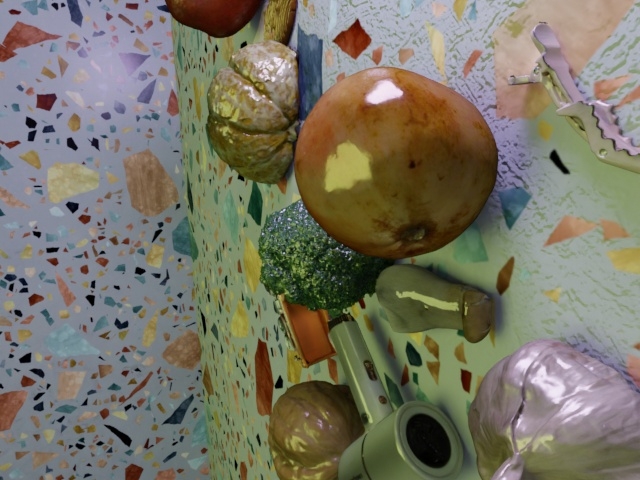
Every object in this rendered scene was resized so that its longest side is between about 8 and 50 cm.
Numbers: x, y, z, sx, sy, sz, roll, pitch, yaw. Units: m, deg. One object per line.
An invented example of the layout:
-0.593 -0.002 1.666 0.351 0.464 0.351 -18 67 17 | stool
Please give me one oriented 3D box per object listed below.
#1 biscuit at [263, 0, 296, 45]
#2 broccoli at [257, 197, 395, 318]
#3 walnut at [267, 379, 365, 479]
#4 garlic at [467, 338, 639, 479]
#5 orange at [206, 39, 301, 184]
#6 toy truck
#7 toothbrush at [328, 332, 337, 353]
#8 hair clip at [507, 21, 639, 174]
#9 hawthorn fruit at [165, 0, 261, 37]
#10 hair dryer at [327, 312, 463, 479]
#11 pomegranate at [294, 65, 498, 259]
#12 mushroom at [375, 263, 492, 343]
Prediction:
-0.105 -0.583 1.158 0.176 0.031 0.228 46 136 50 | biscuit
0.012 0.019 0.878 0.269 0.261 0.241 28 159 15 | broccoli
0.008 0.408 0.970 0.224 0.257 0.257 54 159 -14 | walnut
0.220 0.220 0.473 0.218 0.212 0.218 22 116 55 | garlic
-0.189 -0.325 1.204 0.271 0.210 0.368 52 143 44 | orange
-0.052 0.162 1.111 0.270 0.114 0.135 68 156 9 | toy truck
0.099 0.299 0.916 0.307 0.025 0.029 53 134 33 | toothbrush
0.272 -0.128 0.480 0.072 0.034 0.226 113 140 -52 | hair clip
-0.280 -0.699 1.244 0.311 0.295 0.295 -1 95 41 | hawthorn fruit
0.088 0.273 0.831 0.203 0.128 0.362 -56 43 40 | hair dryer
0.089 -0.114 0.615 0.229 0.252 0.270 -59 39 46 | pomegranate
0.166 0.089 0.707 0.225 0.093 0.116 -12 97 55 | mushroom
